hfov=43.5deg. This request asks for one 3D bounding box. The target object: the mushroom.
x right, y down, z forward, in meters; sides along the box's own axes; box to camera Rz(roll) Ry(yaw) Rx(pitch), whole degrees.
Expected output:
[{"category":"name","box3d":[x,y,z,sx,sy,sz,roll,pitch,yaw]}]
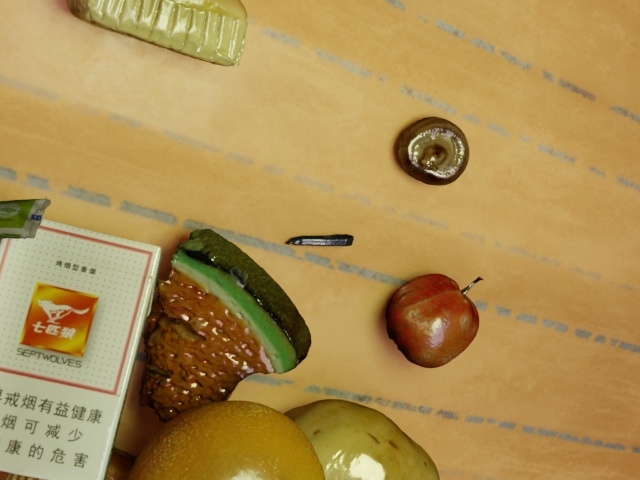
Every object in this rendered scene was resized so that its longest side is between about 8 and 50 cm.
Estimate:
[{"category":"mushroom","box3d":[0.188,-0.148,1.345,0.126,0.085,0.109,35,60,-15]}]

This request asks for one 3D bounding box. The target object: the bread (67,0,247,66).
[{"category":"bread","box3d":[-0.212,-0.312,1.069,0.236,0.140,0.106,14,97,-31]}]

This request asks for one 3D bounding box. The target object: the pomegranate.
[{"category":"pomegranate","box3d":[0.032,0.429,1.327,0.332,0.332,0.333,-8,109,-23]}]

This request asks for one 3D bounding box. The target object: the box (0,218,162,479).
[{"category":"box","box3d":[-0.353,0.145,1.081,0.210,0.095,0.331,14,80,-8]}]

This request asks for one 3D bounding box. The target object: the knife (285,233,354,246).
[{"category":"knife","box3d":[0.000,0.000,1.335,0.121,0.031,0.018,1,106,-20]}]

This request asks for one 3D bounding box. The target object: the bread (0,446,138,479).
[{"category":"bread","box3d":[-0.339,0.388,1.215,0.288,0.204,0.156,38,65,-32]}]

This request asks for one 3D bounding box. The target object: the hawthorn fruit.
[{"category":"hawthorn fruit","box3d":[0.207,0.127,1.397,0.194,0.157,0.157,-37,118,-6]}]

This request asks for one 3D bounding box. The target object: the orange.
[{"category":"orange","box3d":[-0.129,0.350,1.094,0.274,0.274,0.274,-8,109,-23]}]

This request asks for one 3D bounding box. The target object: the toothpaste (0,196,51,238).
[{"category":"toothpaste","box3d":[-0.475,-0.020,1.037,0.247,0.078,0.047,-4,132,7]}]

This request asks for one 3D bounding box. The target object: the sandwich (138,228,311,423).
[{"category":"sandwich","box3d":[-0.169,0.156,1.240,0.250,0.162,0.301,40,105,1]}]
